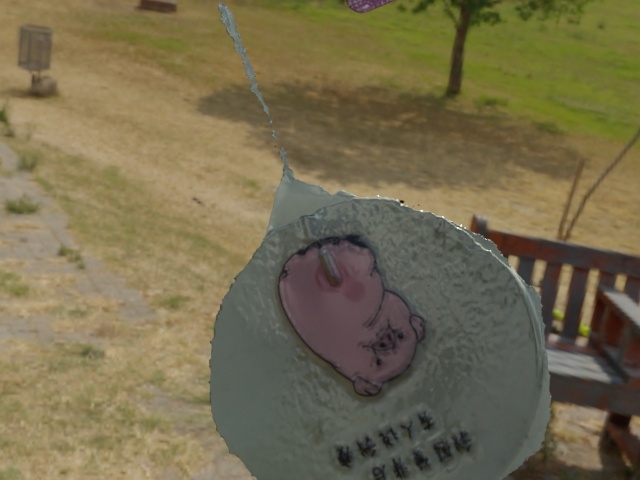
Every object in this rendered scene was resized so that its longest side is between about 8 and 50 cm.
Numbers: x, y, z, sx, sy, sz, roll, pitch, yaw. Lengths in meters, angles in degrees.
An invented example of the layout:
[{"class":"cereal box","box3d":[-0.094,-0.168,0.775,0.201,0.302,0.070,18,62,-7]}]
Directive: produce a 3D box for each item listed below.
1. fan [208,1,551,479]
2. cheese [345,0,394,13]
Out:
[{"class":"fan","box3d":[0.000,0.000,0.459,0.182,0.310,0.010,-25,-13,2]},{"class":"cheese","box3d":[0.004,-0.259,0.581,0.155,0.244,0.062,-20,-19,-4]}]
